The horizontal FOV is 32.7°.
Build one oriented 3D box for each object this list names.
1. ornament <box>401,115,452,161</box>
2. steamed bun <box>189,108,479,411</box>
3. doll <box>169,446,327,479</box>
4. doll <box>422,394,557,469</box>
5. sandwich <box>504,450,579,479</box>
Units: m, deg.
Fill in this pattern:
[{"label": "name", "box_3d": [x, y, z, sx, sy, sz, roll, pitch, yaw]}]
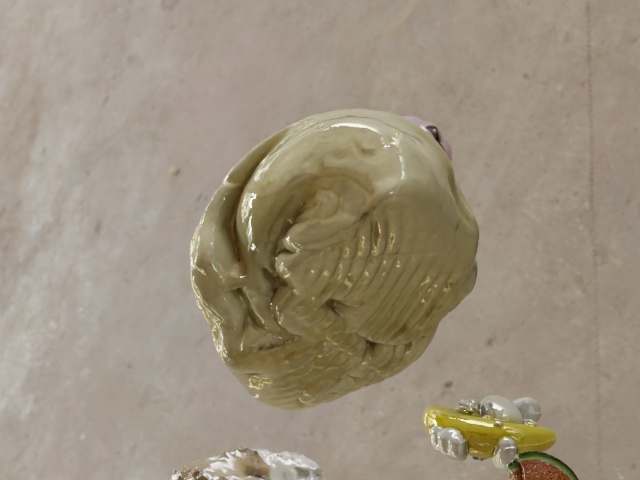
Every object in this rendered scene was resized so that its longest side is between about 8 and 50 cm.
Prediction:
[{"label": "ornament", "box_3d": [0.177, -0.162, 2.174, 0.177, 0.177, 0.177, -22, 55, 36]}, {"label": "steamed bun", "box_3d": [0.003, -0.001, 1.060, 0.276, 0.289, 0.203, -23, 50, -1]}, {"label": "doll", "box_3d": [-0.068, 0.163, 0.482, 0.221, 0.105, 0.115, -30, 22, 43]}, {"label": "doll", "box_3d": [0.302, 0.337, 1.942, 0.252, 0.237, 0.111, -108, 17, -83]}, {"label": "sandwich", "box_3d": [0.323, 0.342, 1.519, 0.067, 0.135, 0.029, -43, -6, -25]}]
